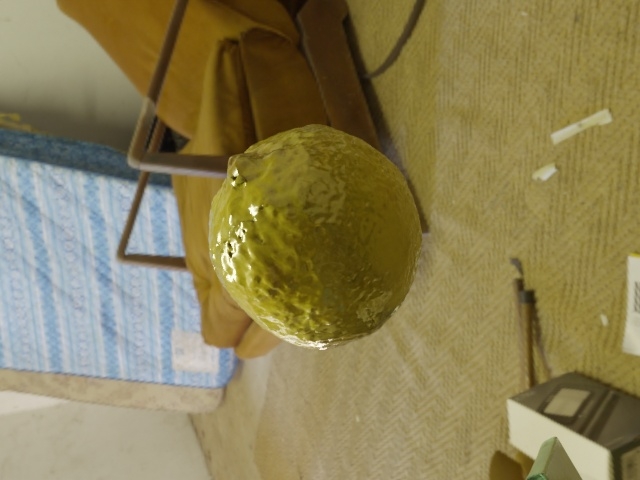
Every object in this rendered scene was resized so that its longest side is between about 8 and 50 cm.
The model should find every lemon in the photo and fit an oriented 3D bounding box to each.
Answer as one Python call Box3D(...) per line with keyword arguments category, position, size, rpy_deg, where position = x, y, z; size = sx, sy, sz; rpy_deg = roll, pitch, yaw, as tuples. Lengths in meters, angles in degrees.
Box3D(category="lemon", position=(0.000, 0.000, 0.865), size=(0.268, 0.322, 0.268), rpy_deg=(-22, 47, 26))

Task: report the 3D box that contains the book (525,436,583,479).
Box3D(category="book", position=(0.161, 0.176, 0.404), size=(0.017, 0.135, 0.103), rpy_deg=(-33, 72, 15))
